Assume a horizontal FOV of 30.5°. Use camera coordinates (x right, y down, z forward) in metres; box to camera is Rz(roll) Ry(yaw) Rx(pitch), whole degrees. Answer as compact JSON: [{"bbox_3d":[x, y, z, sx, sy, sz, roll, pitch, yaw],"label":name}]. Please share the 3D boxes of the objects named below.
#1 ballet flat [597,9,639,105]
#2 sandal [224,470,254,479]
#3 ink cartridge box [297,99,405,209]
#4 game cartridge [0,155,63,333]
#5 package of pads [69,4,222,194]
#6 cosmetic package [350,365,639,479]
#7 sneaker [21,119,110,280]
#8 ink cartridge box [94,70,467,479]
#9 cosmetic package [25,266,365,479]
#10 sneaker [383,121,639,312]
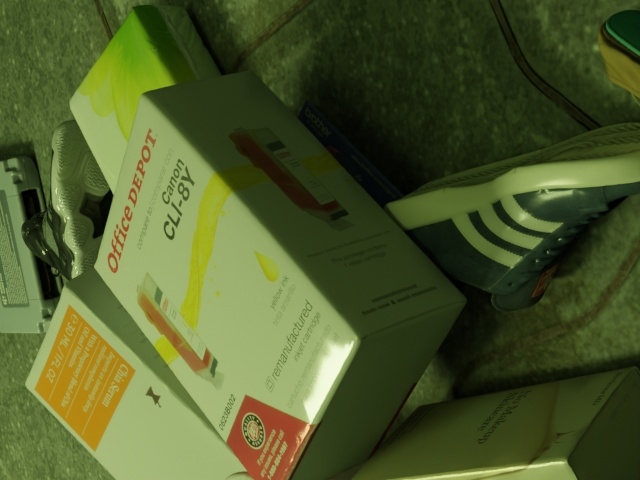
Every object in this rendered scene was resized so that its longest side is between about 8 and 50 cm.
[{"bbox_3d":[0.322,-0.124,1.013,0.232,0.080,0.073,-122,17,-48],"label":"ballet flat"},{"bbox_3d":[-0.001,0.339,1.314,0.265,0.076,0.102,33,110,-6],"label":"sandal"},{"bbox_3d":[0.000,0.000,1.426,0.186,0.065,0.311,48,134,26],"label":"ink cartridge box"},{"bbox_3d":[-0.524,0.011,1.997,0.198,0.062,0.297,-3,100,52],"label":"game cartridge"},{"bbox_3d":[-0.205,-0.133,1.574,0.229,0.101,0.296,-40,73,44],"label":"package of pads"},{"bbox_3d":[0.193,0.237,1.205,0.309,0.160,0.113,-22,104,47],"label":"cosmetic package"},{"bbox_3d":[-0.397,-0.055,1.801,0.153,0.101,0.268,10,112,42],"label":"sneaker"},{"bbox_3d":[-0.066,0.043,1.282,0.384,0.160,0.279,48,135,27],"label":"ink cartridge box"},{"bbox_3d":[-0.155,0.242,1.520,0.453,0.161,0.230,42,132,13],"label":"cosmetic package"},{"bbox_3d":[0.219,-0.011,1.155,0.350,0.131,0.148,-14,99,53],"label":"sneaker"}]
